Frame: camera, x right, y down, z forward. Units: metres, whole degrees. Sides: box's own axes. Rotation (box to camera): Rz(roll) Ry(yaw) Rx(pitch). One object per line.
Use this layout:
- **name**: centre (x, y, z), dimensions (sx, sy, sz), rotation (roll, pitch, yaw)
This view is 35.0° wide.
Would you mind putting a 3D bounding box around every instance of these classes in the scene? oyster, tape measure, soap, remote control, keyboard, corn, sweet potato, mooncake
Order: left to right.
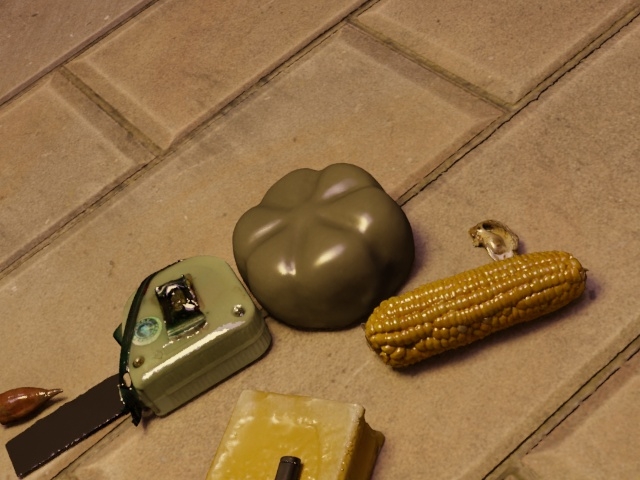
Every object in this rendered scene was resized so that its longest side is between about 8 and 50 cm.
- **sweet potato**: centre (-0.438, 0.240, 1.515), dimensions (0.117, 0.049, 0.049), rotation (-18, 46, 6)
- **keyboard**: centre (-0.366, 0.269, 1.485), dimensions (0.196, 0.015, 0.074), rotation (-32, 50, -8)
- **tape measure**: centre (-0.213, 0.127, 1.482), dimensions (0.235, 0.115, 0.207), rotation (-31, 49, -6)
- **soap**: centre (-0.059, 0.342, 1.249), dimensions (0.199, 0.091, 0.315), rotation (5, 53, 24)
- **remote control**: centre (-0.047, 0.298, 1.210), dimensions (0.034, 0.016, 0.091), rotation (-4, 48, 24)
- **mooncake**: centre (0.000, 0.000, 1.499), dimensions (0.275, 0.135, 0.275), rotation (-14, 44, 13)
- **corn**: centre (0.207, 0.083, 1.362), dimensions (0.313, 0.102, 0.102), rotation (-22, 46, 3)
- **oyster**: centre (0.256, 0.008, 1.470), dimensions (0.081, 0.038, 0.083), rotation (-21, 70, 38)
